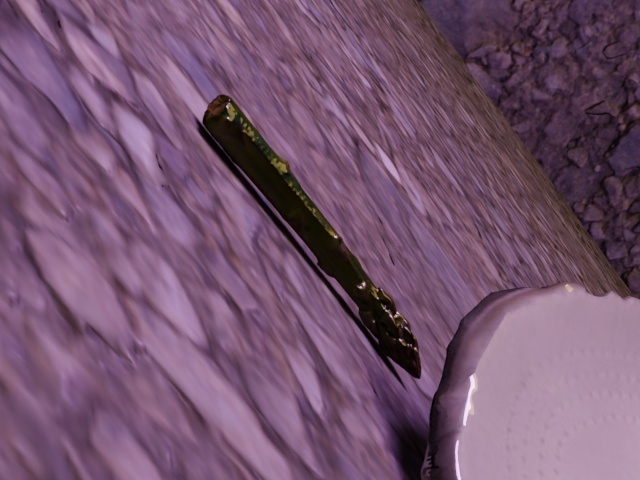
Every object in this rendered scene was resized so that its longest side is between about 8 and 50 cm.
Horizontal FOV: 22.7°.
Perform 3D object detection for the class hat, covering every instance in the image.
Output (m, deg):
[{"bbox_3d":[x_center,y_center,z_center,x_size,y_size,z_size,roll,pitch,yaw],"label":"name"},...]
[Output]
[{"bbox_3d":[0.153,0.138,0.495,0.301,0.168,0.258,14,12,-39],"label":"hat"}]

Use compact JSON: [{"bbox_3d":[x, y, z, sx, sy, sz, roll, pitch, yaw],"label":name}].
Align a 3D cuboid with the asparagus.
[{"bbox_3d":[0.000,0.000,0.510,0.114,0.014,0.015,51,45,-21],"label":"asparagus"}]
